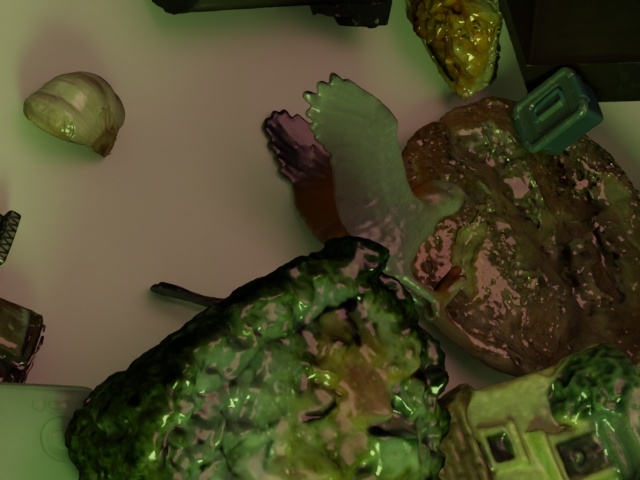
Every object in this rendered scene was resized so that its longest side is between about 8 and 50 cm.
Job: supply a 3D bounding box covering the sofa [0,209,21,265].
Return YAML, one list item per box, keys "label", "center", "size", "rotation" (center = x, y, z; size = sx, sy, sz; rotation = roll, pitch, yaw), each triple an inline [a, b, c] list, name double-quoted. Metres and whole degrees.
- label: "sofa"
  center: [-0.356, -0.020, 1.598]
  size: [0.118, 0.039, 0.060]
  rotation: [27, 57, -20]

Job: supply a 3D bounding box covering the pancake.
- label: "pancake"
  center: [0.252, 0.003, 1.945]
  size: [0.387, 0.082, 0.387]
  rotation: [14, 57, -22]

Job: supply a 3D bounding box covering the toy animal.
- label: "toy animal"
  center: [0.020, 0.010, 1.748]
  size: [0.302, 0.225, 0.284]
  rotation: [33, 73, -13]

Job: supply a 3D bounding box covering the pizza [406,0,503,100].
- label: "pizza"
  center: [0.133, -0.313, 1.958]
  size: [0.085, 0.161, 0.305]
  rotation: [-20, 96, -20]

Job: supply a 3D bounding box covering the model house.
- label: "model house"
  center: [0.209, 0.284, 1.688]
  size: [0.266, 0.261, 0.321]
  rotation: [-10, 69, -33]

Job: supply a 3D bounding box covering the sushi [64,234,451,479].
- label: "sushi"
  center: [-0.036, 0.189, 1.508]
  size: [0.352, 0.178, 0.294]
  rotation: [-37, 97, -35]

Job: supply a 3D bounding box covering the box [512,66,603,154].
- label: "box"
  center: [0.285, -0.150, 1.958]
  size: [0.054, 0.099, 0.074]
  rotation: [17, 46, -43]

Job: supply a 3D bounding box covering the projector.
- label: "projector"
  center: [-0.326, 0.228, 1.471]
  size: [0.256, 0.099, 0.192]
  rotation: [6, 65, -31]

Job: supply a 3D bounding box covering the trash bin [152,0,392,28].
- label: "trash bin"
  center: [-0.050, -0.356, 1.842]
  size: [0.301, 0.203, 0.252]
  rotation: [-10, 108, -35]

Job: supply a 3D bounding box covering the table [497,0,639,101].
- label: "table"
  center: [0.347, -0.317, 1.923]
  size: [0.282, 0.250, 0.196]
  rotation: [58, 38, -55]

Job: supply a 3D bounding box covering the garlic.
- label: "garlic"
  center: [-0.250, -0.137, 1.695]
  size: [0.094, 0.074, 0.113]
  rotation: [44, 25, 12]

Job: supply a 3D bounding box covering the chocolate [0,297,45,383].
- label: "chocolate"
  center: [-0.409, 0.043, 1.521]
  size: [0.329, 0.065, 0.102]
  rotation: [27, 58, -18]
